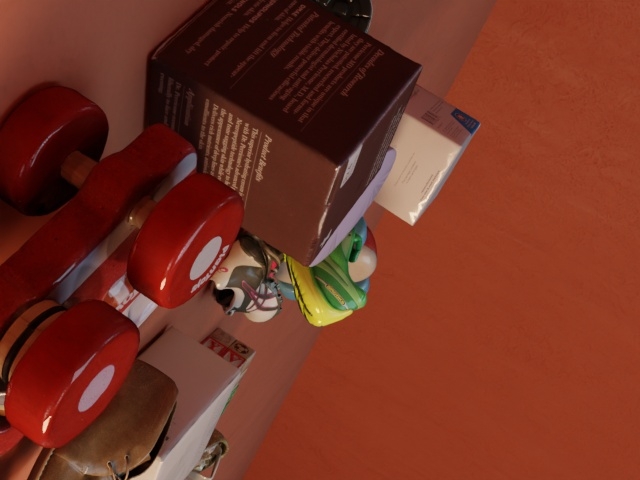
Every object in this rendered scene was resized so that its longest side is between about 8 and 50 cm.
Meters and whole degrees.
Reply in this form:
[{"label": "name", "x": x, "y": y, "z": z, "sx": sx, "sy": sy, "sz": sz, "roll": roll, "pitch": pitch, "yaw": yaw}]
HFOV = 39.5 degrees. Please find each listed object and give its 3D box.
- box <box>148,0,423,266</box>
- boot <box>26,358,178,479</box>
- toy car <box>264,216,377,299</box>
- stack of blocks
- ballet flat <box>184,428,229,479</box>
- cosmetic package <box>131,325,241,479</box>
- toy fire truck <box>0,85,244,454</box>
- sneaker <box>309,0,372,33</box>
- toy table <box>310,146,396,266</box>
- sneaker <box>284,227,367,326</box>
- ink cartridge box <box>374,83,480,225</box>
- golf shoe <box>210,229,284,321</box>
[{"label": "box", "x": -0.042, "y": -0.120, "z": 0.876, "sx": 0.167, "sy": 0.203, "sz": 0.168, "roll": -53, "pitch": 171, "yaw": -35}, {"label": "boot", "x": -0.272, "y": 0.271, "z": 1.078, "sx": 0.112, "sy": 0.115, "sz": 0.305, "roll": 112, "pitch": 4, "yaw": -51}, {"label": "toy car", "x": 0.003, "y": -0.039, "z": 1.676, "sx": 0.219, "sy": 0.210, "sz": 0.238, "roll": 81, "pitch": 11, "yaw": -57}, {"label": "stack of blocks", "x": -0.247, "y": 0.331, "z": 1.683, "sx": 0.297, "sy": 0.087, "sz": 0.171, "roll": -63, "pitch": 171, "yaw": 25}, {"label": "ballet flat", "x": -0.298, "y": 0.507, "z": 1.926, "sx": 0.123, "sy": 0.123, "sz": 0.348, "roll": -62, "pitch": 171, "yaw": 24}, {"label": "cosmetic package", "x": -0.255, "y": 0.288, "z": 1.313, "sx": 0.224, "sy": 0.138, "sz": 0.224, "roll": -44, "pitch": 163, "yaw": -55}, {"label": "toy fire truck", "x": -0.194, "y": 0.052, "z": 0.692, "sx": 0.302, "sy": 0.169, "sz": 0.254, "roll": -53, "pitch": 167, "yaw": -29}, {"label": "sneaker", "x": -0.010, "y": -0.195, "z": 1.162, "sx": 0.283, "sy": 0.107, "sz": 0.124, "roll": -60, "pitch": 178, "yaw": 10}, {"label": "toy table", "x": -0.017, "y": -0.087, "z": 1.291, "sx": 0.252, "sy": 0.160, "sz": 0.274, "roll": -62, "pitch": 170, "yaw": 23}, {"label": "sneaker", "x": 0.000, "y": 0.000, "z": 1.429, "sx": 0.123, "sy": 0.296, "sz": 0.109, "roll": -10, "pitch": 151, "yaw": -10}, {"label": "ink cartridge box", "x": 0.121, "y": -0.176, "z": 1.529, "sx": 0.168, "sy": 0.232, "sz": 0.171, "roll": -61, "pitch": 172, "yaw": 29}, {"label": "golf shoe", "x": -0.133, "y": 0.076, "z": 1.487, "sx": 0.120, "sy": 0.105, "sz": 0.273, "roll": -39, "pitch": 159, "yaw": -20}]
